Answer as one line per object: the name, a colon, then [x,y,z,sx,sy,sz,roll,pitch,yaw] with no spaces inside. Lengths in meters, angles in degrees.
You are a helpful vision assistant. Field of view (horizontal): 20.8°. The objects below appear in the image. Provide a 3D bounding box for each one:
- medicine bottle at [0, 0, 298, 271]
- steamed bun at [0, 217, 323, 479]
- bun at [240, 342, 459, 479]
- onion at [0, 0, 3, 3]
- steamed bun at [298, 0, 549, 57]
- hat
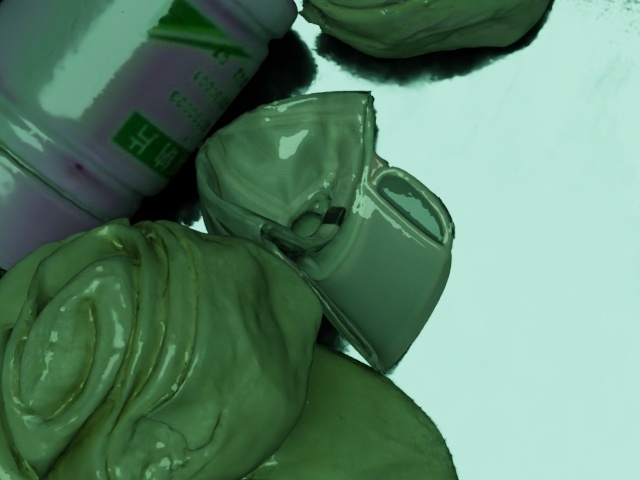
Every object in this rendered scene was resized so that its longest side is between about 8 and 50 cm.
medicine bottle: [-0.193,-0.136,1.491,0.212,0.212,0.325,39,91,7]
steamed bun: [-0.172,0.097,1.341,0.289,0.203,0.276,-17,39,27]
bun: [-0.057,0.257,1.453,0.364,0.202,0.364,-1,82,6]
onion: [-0.386,-0.236,1.535,0.272,0.195,0.272,1,84,-10]
steamed bun: [0.063,-0.307,1.505,0.320,0.206,0.275,28,88,10]
hat: [0.000,0.000,1.529,0.164,0.219,0.226,-4,119,37]
